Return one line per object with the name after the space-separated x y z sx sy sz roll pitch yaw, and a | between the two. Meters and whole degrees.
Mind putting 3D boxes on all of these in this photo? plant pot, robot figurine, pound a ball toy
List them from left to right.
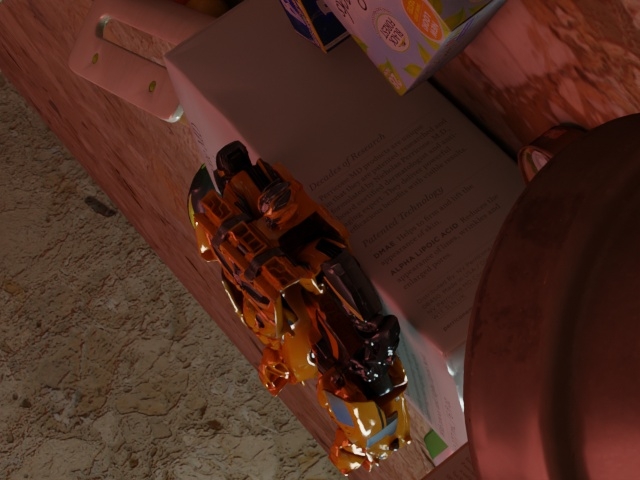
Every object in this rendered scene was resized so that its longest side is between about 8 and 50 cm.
-0.114 -0.180 1.725 0.208 0.135 0.319 23 -176 -33 | pound a ball toy
-0.012 0.055 1.257 0.211 0.085 0.291 45 165 34 | robot figurine
0.234 0.065 0.751 0.229 0.263 0.263 1 130 54 | plant pot

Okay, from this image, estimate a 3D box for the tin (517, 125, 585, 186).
0.205 0.003 1.137 0.189 0.040 0.106 54 165 -9 | tin

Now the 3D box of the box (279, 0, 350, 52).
-0.018 -0.229 1.261 0.054 0.059 0.169 42 165 54 | box

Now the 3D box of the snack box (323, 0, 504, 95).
0.029 -0.211 1.095 0.207 0.070 0.174 50 169 2 | snack box

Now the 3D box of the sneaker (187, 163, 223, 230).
0.000 0.000 1.697 0.300 0.111 0.121 27 166 -27 | sneaker

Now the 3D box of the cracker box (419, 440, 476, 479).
0.190 0.176 1.222 0.067 0.232 0.155 38 163 48 | cracker box

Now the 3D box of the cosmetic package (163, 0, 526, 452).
0.053 -0.023 1.360 0.385 0.156 0.217 45 165 33 | cosmetic package

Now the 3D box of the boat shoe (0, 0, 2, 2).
-0.289 -0.330 1.706 0.120 0.122 0.324 38 144 -4 | boat shoe

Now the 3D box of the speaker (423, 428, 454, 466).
0.236 0.280 1.654 0.296 0.131 0.131 51 169 10 | speaker
